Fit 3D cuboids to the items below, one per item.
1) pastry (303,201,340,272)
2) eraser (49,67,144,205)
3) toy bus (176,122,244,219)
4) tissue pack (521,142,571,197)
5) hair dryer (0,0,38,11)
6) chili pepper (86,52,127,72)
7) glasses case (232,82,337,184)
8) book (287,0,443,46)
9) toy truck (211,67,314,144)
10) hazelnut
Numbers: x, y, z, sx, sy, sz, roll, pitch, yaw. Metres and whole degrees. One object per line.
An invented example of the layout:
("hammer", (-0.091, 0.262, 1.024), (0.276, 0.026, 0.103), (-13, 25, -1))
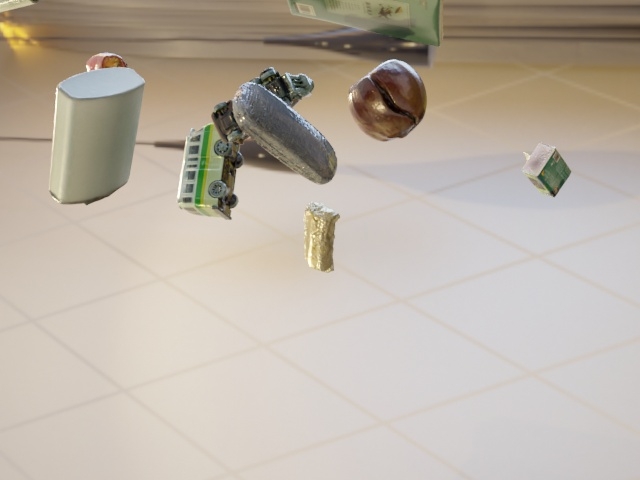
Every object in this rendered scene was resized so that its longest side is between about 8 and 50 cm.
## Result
("pastry", (-0.003, -0.005, 2.478), (0.121, 0.089, 0.258), (49, 143, 44))
("eraser", (-0.488, -0.223, 1.687), (0.189, 0.104, 0.290), (-23, -33, -40))
("toy bus", (-0.328, -0.210, 2.304), (0.133, 0.165, 0.275), (51, -137, -71))
("tissue pack", (0.540, -0.173, 1.883), (0.111, 0.079, 0.085), (36, -94, -44))
("hair dryer", (-0.570, -0.382, 1.295), (0.131, 0.237, 0.073), (-79, -22, -48))
("chili pepper", (-0.542, -0.427, 1.949), (0.084, 0.192, 0.086), (10, -83, -35))
("glasses case", (-0.067, -0.214, 1.575), (0.282, 0.067, 0.109), (36, -133, -37))
("book", (0.093, -0.539, 1.750), (0.264, 0.380, 0.031), (55, -129, -77))
("toy truck", (-0.144, -0.346, 1.998), (0.108, 0.257, 0.140), (63, -155, 7))
("hazelnut", (0.196, -0.385, 2.148), (0.234, 0.218, 0.217), (-27, 51, 61))
